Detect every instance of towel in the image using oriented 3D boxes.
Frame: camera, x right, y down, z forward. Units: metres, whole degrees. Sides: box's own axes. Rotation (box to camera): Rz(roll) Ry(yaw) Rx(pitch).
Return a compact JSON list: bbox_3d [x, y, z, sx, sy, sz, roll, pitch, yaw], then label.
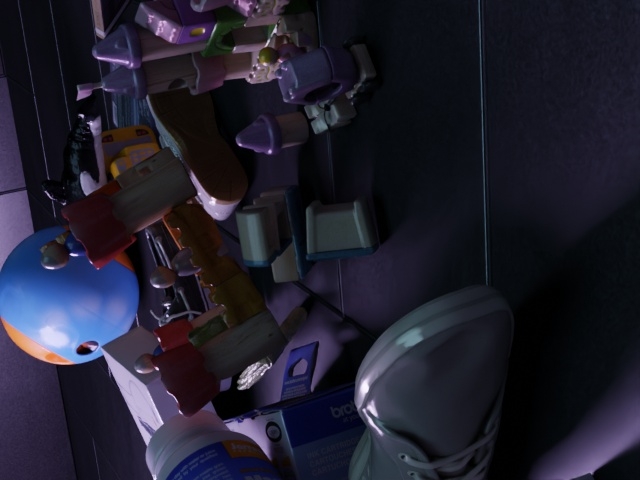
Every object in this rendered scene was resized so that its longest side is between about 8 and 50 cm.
[{"bbox_3d":[-0.068,0.154,1.589,0.027,0.110,0.148,38,150,1],"label":"towel"}]

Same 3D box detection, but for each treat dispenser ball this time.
[{"bbox_3d":[-0.518,0.111,2.315,0.288,0.288,0.288,43,140,51],"label":"treat dispenser ball"}]

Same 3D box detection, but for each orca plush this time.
[{"bbox_3d":[-0.403,-0.094,1.846,0.151,0.102,0.287,57,149,39],"label":"orca plush"}]

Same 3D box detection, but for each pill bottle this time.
[{"bbox_3d":[-0.109,0.324,1.343,0.272,0.152,0.152,46,143,48],"label":"pill bottle"}]

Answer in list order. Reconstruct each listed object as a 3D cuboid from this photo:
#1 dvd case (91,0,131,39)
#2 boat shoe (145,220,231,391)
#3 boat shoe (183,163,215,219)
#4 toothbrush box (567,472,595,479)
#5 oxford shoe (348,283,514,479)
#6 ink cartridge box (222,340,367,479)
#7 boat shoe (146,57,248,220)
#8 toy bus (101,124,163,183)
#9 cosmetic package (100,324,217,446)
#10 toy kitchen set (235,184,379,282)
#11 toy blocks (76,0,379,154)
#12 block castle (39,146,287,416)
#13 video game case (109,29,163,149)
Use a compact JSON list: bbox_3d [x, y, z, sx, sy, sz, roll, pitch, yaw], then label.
[{"bbox_3d":[-0.223,-0.350,1.322,0.018,0.164,0.221,28,163,1],"label":"dvd case"},{"bbox_3d":[-0.228,0.115,1.905,0.113,0.105,0.306,5,108,65],"label":"boat shoe"},{"bbox_3d":[-0.200,-0.088,1.798,0.135,0.050,0.045,59,156,34],"label":"boat shoe"},{"bbox_3d":[0.238,0.398,1.014,0.295,0.126,0.216,61,152,32],"label":"toothbrush box"},{"bbox_3d":[0.118,0.195,1.120,0.449,0.169,0.130,97,152,-53],"label":"oxford shoe"},{"bbox_3d":[0.001,0.337,1.468,0.270,0.151,0.395,-30,77,64],"label":"ink cartridge box"},{"bbox_3d":[-0.202,-0.151,1.707,0.277,0.098,0.096,64,153,22],"label":"boat shoe"},{"bbox_3d":[-0.347,-0.105,1.983,0.333,0.108,0.130,-40,66,64],"label":"toy bus"},{"bbox_3d":[-0.240,0.357,1.987,0.284,0.097,0.377,20,134,65],"label":"cosmetic package"},{"bbox_3d":[0.000,0.000,1.397,0.207,0.166,0.122,-50,-47,-74],"label":"toy kitchen set"},{"bbox_3d":[-0.138,-0.236,1.320,0.309,0.260,0.288,69,155,14],"label":"toy blocks"},{"bbox_3d":[-0.223,0.058,1.529,0.303,0.213,0.453,60,173,-5],"label":"block castle"},{"bbox_3d":[-0.322,-0.231,2.020,0.274,0.026,0.196,50,145,43],"label":"video game case"}]
